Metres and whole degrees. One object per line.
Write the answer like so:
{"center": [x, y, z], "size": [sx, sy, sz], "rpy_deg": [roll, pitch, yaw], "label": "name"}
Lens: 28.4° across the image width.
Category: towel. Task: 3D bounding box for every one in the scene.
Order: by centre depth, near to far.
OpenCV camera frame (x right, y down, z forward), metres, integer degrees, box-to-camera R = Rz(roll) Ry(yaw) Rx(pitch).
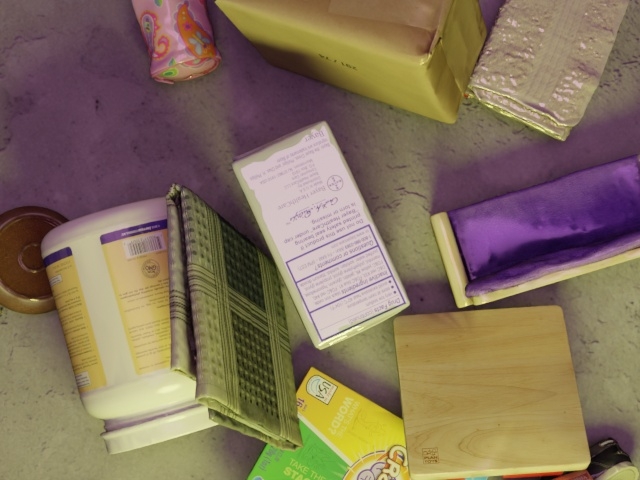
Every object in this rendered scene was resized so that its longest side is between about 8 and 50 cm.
{"center": [-0.125, 0.121, 1.775], "size": [0.056, 0.312, 0.324], "rpy_deg": [-18, 62, 17], "label": "towel"}
{"center": [0.353, -0.308, 1.954], "size": [0.187, 0.049, 0.282], "rpy_deg": [24, 75, -2], "label": "towel"}

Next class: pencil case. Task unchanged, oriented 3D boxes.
{"center": [-0.241, -0.387, 1.941], "size": [0.124, 0.124, 0.284], "rpy_deg": [-16, 86, -2], "label": "pencil case"}

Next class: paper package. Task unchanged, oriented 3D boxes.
{"center": [0.056, -0.321, 1.816], "size": [0.324, 0.309, 0.168], "rpy_deg": [20, 84, 17], "label": "paper package"}

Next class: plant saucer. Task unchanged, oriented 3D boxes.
{"center": [-0.436, 0.028, 1.921], "size": [0.168, 0.029, 0.169], "rpy_deg": [4, 79, -21], "label": "plant saucer"}

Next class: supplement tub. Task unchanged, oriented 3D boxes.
{"center": [-0.254, 0.122, 1.838], "size": [0.241, 0.241, 0.331], "rpy_deg": [-15, 86, -2], "label": "supplement tub"}

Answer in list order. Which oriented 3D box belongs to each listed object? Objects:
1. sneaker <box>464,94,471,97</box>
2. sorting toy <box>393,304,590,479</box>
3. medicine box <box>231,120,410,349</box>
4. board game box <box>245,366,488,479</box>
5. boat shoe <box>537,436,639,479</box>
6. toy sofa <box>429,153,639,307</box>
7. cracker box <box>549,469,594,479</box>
{"center": [0.255, -0.228, 1.971], "size": [0.118, 0.042, 0.067], "rpy_deg": [-19, 83, -4], "label": "sneaker"}
{"center": [0.246, 0.236, 1.874], "size": [0.257, 0.089, 0.256], "rpy_deg": [-4, 58, -1], "label": "sorting toy"}
{"center": [0.000, 0.000, 1.840], "size": [0.149, 0.263, 0.289], "rpy_deg": [-24, 86, -2], "label": "medicine box"}
{"center": [0.061, 0.370, 1.876], "size": [0.316, 0.064, 0.242], "rpy_deg": [30, 66, 1], "label": "board game box"}
{"center": [0.365, 0.383, 1.922], "size": [0.233, 0.084, 0.079], "rpy_deg": [-31, 49, 4], "label": "boat shoe"}
{"center": [0.355, -0.018, 1.891], "size": [0.362, 0.177, 0.150], "rpy_deg": [-17, 87, -1], "label": "toy sofa"}
{"center": [0.354, 0.468, 1.865], "size": [0.155, 0.067, 0.232], "rpy_deg": [-19, 112, -2], "label": "cracker box"}
